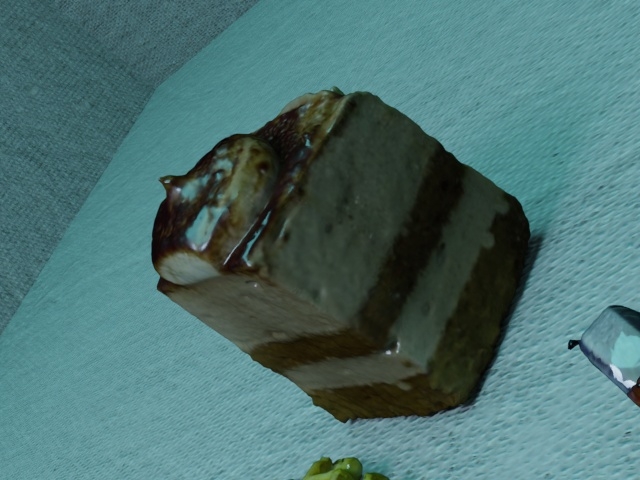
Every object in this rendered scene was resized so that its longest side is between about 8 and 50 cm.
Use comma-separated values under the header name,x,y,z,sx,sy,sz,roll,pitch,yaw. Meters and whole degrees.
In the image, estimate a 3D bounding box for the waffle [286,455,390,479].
name,x,y,z,sx,sy,sz,roll,pitch,yaw
waffle,-0.022,0.278,0.876,0.245,0.052,0.254,-53,20,-1

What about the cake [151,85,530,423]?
name,x,y,z,sx,sy,sz,roll,pitch,yaw
cake,0.000,0.000,0.962,0.196,0.293,0.198,-16,44,58

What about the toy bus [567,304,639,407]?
name,x,y,z,sx,sy,sz,roll,pitch,yaw
toy bus,0.218,0.044,0.495,0.143,0.153,0.329,-50,-16,6
